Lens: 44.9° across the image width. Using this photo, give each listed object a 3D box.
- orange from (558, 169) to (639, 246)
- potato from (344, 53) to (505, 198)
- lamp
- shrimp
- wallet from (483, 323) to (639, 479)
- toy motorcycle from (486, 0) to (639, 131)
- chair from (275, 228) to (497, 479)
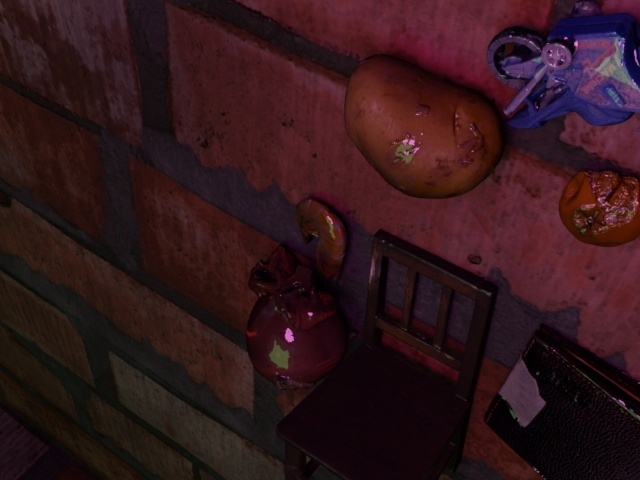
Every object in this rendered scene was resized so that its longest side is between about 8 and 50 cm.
[{"bbox_3d":[0.273,-0.027,0.754,0.086,0.062,0.086,28,144,23],"label":"orange"},{"bbox_3d":[0.098,-0.111,0.790,0.176,0.137,0.137,30,142,22],"label":"potato"},{"bbox_3d":[-0.041,0.131,1.120,0.223,0.151,0.215,55,169,-27],"label":"lamp"},{"bbox_3d":[-0.006,0.004,1.071,0.095,0.045,0.162,30,147,17],"label":"shrimp"},{"bbox_3d":[0.339,0.246,0.958,0.262,0.071,0.221,38,145,21],"label":"wallet"},{"bbox_3d":[0.242,-0.142,0.669,0.205,0.076,0.114,6,136,42],"label":"toy motorcycle"},{"bbox_3d":[0.081,0.235,1.046,0.203,0.240,0.416,27,141,27],"label":"chair"}]
